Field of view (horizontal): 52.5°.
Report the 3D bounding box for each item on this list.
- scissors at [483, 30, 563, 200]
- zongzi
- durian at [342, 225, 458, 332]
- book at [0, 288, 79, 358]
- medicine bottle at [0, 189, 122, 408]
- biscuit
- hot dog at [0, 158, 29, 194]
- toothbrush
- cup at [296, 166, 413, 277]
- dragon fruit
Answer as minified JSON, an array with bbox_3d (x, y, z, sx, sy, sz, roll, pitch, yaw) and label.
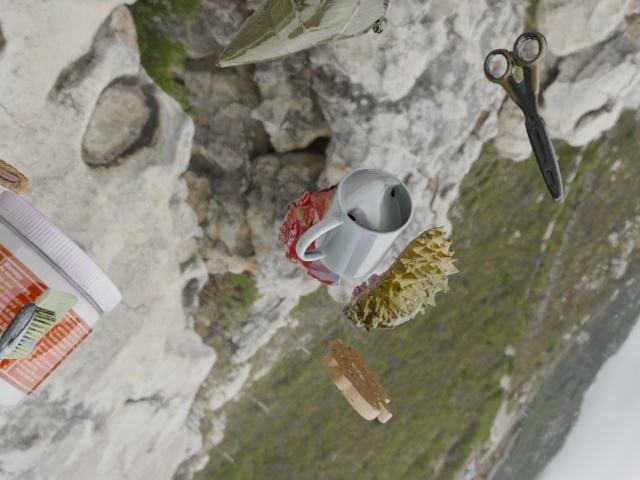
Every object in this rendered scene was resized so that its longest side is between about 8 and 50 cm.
[{"bbox_3d":[0.267,-0.154,0.817,0.088,0.220,0.017,-23,163,38],"label":"scissors"},{"bbox_3d":[-0.025,-0.603,1.443,0.466,0.218,0.500,-31,163,-18],"label":"zongzi"},{"bbox_3d":[0.157,0.071,1.099,0.191,0.112,0.341,-39,172,15],"label":"durian"},{"bbox_3d":[-0.359,0.107,0.810,0.111,0.014,0.077,-44,170,-5],"label":"book"},{"bbox_3d":[-0.480,0.091,1.001,0.241,0.252,0.253,-48,153,-20],"label":"medicine bottle"},{"bbox_3d":[0.052,0.199,0.902,0.027,0.133,0.184,-36,180,7],"label":"biscuit"},{"bbox_3d":[-0.877,-0.195,1.740,0.215,0.047,0.066,37,61,-40],"label":"hot dog"},{"bbox_3d":[-0.435,0.239,0.781,0.042,0.035,0.413,29,104,-29],"label":"toothbrush"},{"bbox_3d":[0.036,-0.022,0.843,0.133,0.135,0.099,117,-24,-59],"label":"cup"},{"bbox_3d":[0.000,0.000,1.419,0.162,0.189,0.262,-12,139,-18],"label":"dragon fruit"}]
